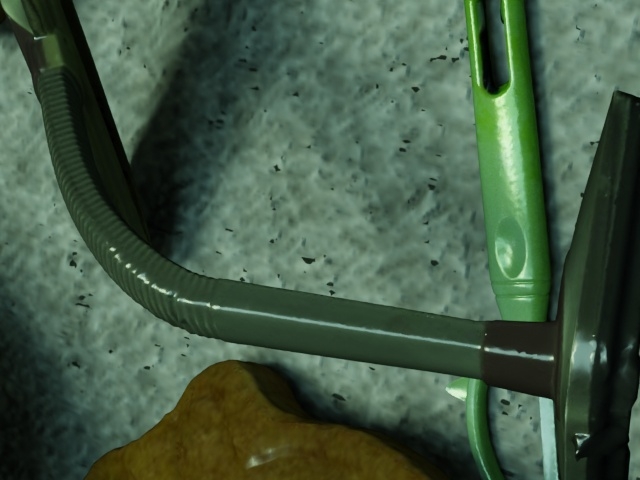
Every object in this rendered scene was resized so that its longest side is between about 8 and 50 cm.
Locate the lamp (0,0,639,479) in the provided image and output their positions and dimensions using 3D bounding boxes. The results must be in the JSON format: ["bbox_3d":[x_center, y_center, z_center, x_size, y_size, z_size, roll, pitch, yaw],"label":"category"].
[{"bbox_3d":[-0.005,0.005,0.685,0.283,0.203,0.124,21,69,19],"label":"lamp"}]

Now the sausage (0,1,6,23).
[{"bbox_3d":[-0.158,-0.320,0.736,0.136,0.123,0.501,-148,56,-73],"label":"sausage"}]

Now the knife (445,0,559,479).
[{"bbox_3d":[0.067,0.000,0.723,0.054,0.015,0.212,0,98,36],"label":"knife"}]

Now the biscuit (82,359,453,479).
[{"bbox_3d":[-0.036,0.190,0.750,0.257,0.049,0.273,38,106,41],"label":"biscuit"}]
